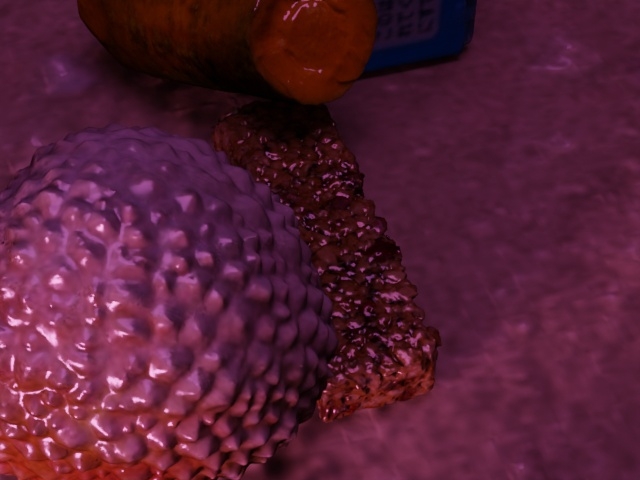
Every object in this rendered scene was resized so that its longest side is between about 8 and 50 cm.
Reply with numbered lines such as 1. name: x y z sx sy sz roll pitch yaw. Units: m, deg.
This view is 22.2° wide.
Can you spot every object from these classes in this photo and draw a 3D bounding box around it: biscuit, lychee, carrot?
1. biscuit: 0.000 0.000 0.802 0.064 0.034 0.199 -12 49 -13
2. lychee: -0.089 0.028 0.686 0.197 0.165 0.165 21 49 2
3. carrot: -0.055 -0.119 0.859 0.173 0.082 0.082 14 43 45

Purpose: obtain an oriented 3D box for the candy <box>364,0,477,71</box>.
1. candy: -0.005 -0.252 0.955 0.100 0.157 0.306 -13 49 -13
